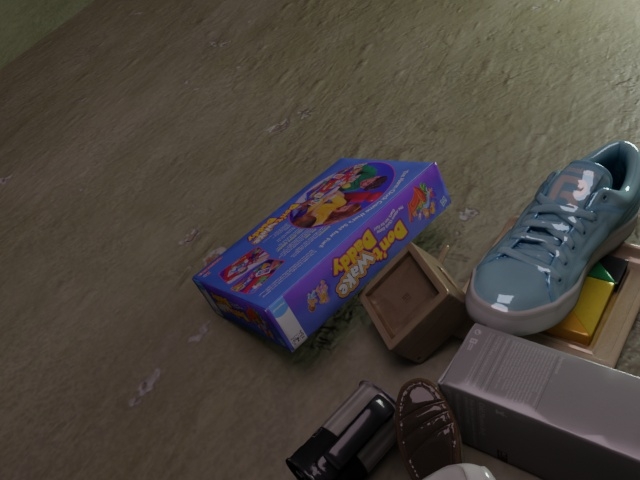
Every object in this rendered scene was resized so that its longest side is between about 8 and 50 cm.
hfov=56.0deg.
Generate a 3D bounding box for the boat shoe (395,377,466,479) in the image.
[{"bbox_3d":[0.130,0.246,0.654,0.068,0.072,0.190,-18,68,15],"label":"boat shoe"}]

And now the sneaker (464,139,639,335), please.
[{"bbox_3d":[0.307,-0.026,0.786,0.135,0.150,0.366,21,44,38],"label":"sneaker"}]

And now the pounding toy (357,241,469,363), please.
[{"bbox_3d":[0.140,0.074,0.839,0.130,0.100,0.141,-47,40,15],"label":"pounding toy"}]

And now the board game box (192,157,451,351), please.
[{"bbox_3d":[0.000,0.000,0.932,0.347,0.078,0.233,-40,29,-23],"label":"board game box"}]

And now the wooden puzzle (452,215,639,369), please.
[{"bbox_3d":[0.318,0.066,0.833,0.221,0.044,0.238,19,54,33],"label":"wooden puzzle"}]

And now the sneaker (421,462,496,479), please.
[{"bbox_3d":[0.026,0.295,0.549,0.305,0.152,0.114,-39,17,7],"label":"sneaker"}]

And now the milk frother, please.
[{"bbox_3d":[0.060,0.259,0.693,0.135,0.129,0.143,-41,90,-23],"label":"milk frother"}]

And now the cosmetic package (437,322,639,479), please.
[{"bbox_3d":[0.262,0.195,0.657,0.238,0.127,0.107,18,52,35],"label":"cosmetic package"}]
